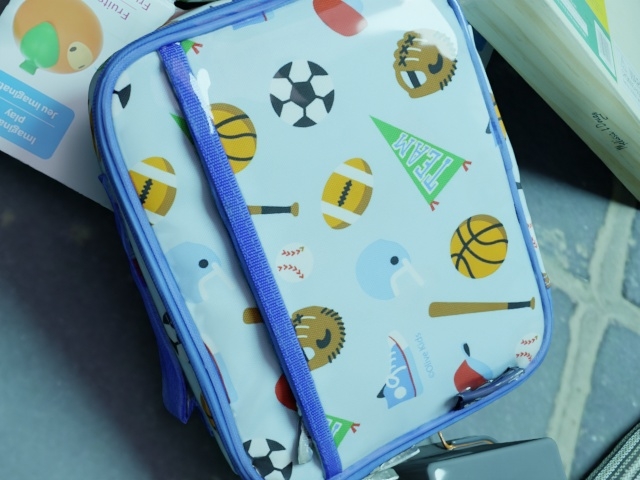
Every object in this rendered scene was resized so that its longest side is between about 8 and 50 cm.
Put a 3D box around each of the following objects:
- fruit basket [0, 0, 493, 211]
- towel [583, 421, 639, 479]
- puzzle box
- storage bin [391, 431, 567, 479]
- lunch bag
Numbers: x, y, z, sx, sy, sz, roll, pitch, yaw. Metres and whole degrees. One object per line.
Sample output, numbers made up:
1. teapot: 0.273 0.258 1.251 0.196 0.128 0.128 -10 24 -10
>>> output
1. fruit basket: -0.026 -0.152 0.645 0.327 0.165 0.353 31 64 -16
2. towel: 0.309 0.301 0.691 0.312 0.056 0.324 -31 86 -33
3. puzzle box: 0.209 -0.213 0.739 0.409 0.052 0.272 28 55 -50
4. storage bin: 0.098 0.168 0.618 0.135 0.091 0.098 -4 72 -29
5. lunch bag: 0.000 0.000 0.555 0.243 0.115 0.303 -24 105 -16
